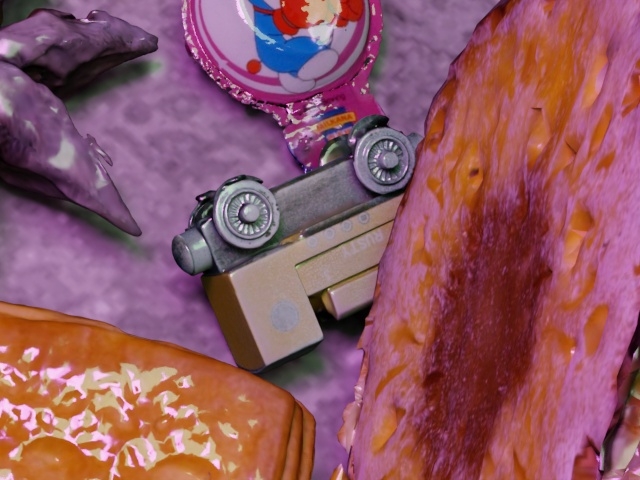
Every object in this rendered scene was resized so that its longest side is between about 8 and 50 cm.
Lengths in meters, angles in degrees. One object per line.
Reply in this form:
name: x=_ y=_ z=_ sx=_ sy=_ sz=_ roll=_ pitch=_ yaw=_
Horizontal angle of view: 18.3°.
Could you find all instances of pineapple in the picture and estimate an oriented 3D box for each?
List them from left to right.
pineapple: x=0.171 y=0.069 z=0.683 sx=0.300 sy=0.352 sz=0.352 roll=23 pitch=61 yaw=-11

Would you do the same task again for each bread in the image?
bread: x=-0.126 y=0.128 z=0.712 sx=0.235 sy=0.099 sz=0.210 roll=10 pitch=60 yaw=-1

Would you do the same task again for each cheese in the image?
cheese: x=-0.009 y=-0.082 z=0.871 sx=0.095 sy=0.038 sz=0.145 roll=-22 pitch=83 yaw=-20

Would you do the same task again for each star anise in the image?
star anise: x=-0.151 y=-0.068 z=0.820 sx=0.180 sy=0.061 sz=0.204 roll=14 pitch=61 yaw=-6

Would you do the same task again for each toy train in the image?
toy train: x=0.000 y=0.000 z=0.818 sx=0.122 sy=0.050 sz=0.081 roll=-23 pitch=93 yaw=-22
